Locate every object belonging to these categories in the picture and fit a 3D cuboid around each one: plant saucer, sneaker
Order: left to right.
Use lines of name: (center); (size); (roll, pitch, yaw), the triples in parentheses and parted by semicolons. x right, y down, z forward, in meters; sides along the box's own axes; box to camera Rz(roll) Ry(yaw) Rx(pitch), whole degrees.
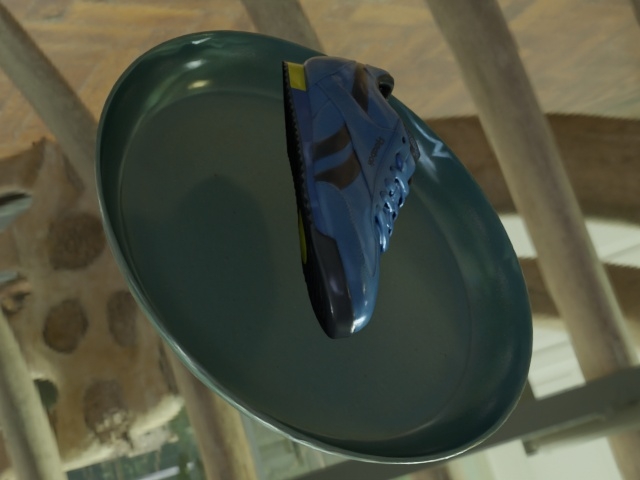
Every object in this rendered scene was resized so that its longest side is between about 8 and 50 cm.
plant saucer: (0.000, 0.000, 0.631); (0.318, 0.317, 0.043); (-3, 148, -41)
sneaker: (0.024, -0.036, 0.566); (0.082, 0.209, 0.069); (-2, 136, -5)
